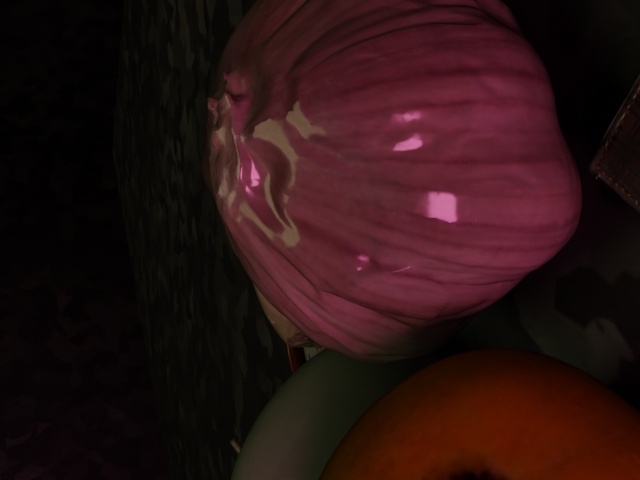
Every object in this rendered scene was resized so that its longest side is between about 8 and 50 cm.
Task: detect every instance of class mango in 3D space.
[{"bbox_3d":[0.109,0.244,0.482,0.221,0.263,0.378,24,138,38],"label":"mango"}]

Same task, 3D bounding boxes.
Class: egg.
[{"bbox_3d":[0.028,0.215,0.677,0.283,0.202,0.203,-61,8,-25],"label":"egg"}]

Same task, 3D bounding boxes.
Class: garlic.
[{"bbox_3d":[0.030,-0.068,0.573,0.317,0.259,0.318,4,95,49],"label":"garlic"}]

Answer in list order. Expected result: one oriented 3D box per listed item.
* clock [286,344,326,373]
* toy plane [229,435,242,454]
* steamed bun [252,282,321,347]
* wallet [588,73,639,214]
[{"bbox_3d":[0.007,0.123,0.960,0.205,0.051,0.205,176,90,-68],"label":"clock"},{"bbox_3d":[-0.090,0.429,1.236,0.229,0.092,0.244,63,157,9],"label":"toy plane"},{"bbox_3d":[0.000,0.000,0.812,0.153,0.169,0.239,87,167,-66],"label":"steamed bun"},{"bbox_3d":[0.255,-0.011,0.319,0.317,0.044,0.169,-121,37,-44],"label":"wallet"}]
